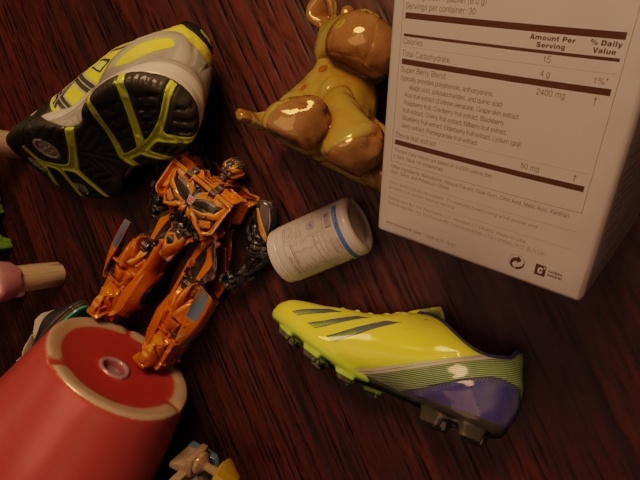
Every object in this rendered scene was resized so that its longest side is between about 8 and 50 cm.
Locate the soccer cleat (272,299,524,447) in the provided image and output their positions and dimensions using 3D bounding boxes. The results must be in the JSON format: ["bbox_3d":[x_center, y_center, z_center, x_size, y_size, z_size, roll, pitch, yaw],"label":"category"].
[{"bbox_3d":[0.080,0.118,0.585,0.289,0.093,0.121,20,71,27],"label":"soccer cleat"}]

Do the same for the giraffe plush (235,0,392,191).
[{"bbox_3d":[0.030,-0.163,0.552,0.210,0.182,0.170,34,98,55],"label":"giraffe plush"}]

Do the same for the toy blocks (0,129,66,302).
[{"bbox_3d":[-0.610,-0.007,0.782,0.309,0.260,0.288,-16,87,25],"label":"toy blocks"}]

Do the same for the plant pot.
[{"bbox_3d":[-0.322,0.253,0.682,0.275,0.275,0.243,38,99,18],"label":"plant pot"}]

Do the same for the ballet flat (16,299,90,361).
[{"bbox_3d":[-0.426,0.157,0.816,0.074,0.074,0.203,39,110,17],"label":"ballet flat"}]

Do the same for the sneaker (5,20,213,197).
[{"bbox_3d":[-0.276,-0.165,0.705,0.385,0.145,0.147,-8,50,35],"label":"sneaker"}]

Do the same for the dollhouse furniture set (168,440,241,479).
[{"bbox_3d":[-0.175,0.449,0.601,0.198,0.286,0.303,20,113,22],"label":"dollhouse furniture set"}]

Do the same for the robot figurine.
[{"bbox_3d":[-0.183,0.017,0.684,0.211,0.085,0.291,38,108,17],"label":"robot figurine"}]

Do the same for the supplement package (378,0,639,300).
[{"bbox_3d":[0.169,-0.141,0.395,0.175,0.178,0.292,23,126,34],"label":"supplement package"}]

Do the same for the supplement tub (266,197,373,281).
[{"bbox_3d":[0.000,0.000,0.606,0.107,0.071,0.070,-23,84,25],"label":"supplement tub"}]
